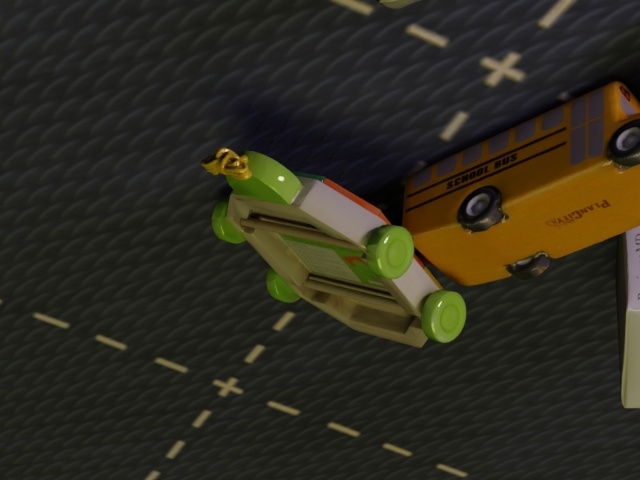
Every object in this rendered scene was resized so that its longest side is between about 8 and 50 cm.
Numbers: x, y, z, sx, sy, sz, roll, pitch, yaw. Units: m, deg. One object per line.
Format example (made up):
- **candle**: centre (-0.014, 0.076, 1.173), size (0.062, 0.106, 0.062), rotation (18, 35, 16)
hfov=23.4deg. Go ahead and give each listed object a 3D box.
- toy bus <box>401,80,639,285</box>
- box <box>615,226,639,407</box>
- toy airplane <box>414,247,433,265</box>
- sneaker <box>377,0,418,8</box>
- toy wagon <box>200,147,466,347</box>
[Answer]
- **toy bus**: centre (0.247, -0.059, 1.591), size (0.332, 0.130, 0.108), rotation (-24, 130, 32)
- **box**: centre (0.384, 0.060, 1.674), size (0.119, 0.181, 0.182), rotation (-1, 140, 9)
- **toy airplane**: centre (0.113, 0.023, 1.778), size (0.151, 0.028, 0.151), rotation (19, 139, 17)
- **sneaker**: centre (0.165, -0.267, 1.384), size (0.262, 0.099, 0.121), rotation (-28, 134, 36)
- **toy wagon**: centre (0.000, 0.000, 1.671), size (0.267, 0.068, 0.344), rotation (12, 151, 44)
